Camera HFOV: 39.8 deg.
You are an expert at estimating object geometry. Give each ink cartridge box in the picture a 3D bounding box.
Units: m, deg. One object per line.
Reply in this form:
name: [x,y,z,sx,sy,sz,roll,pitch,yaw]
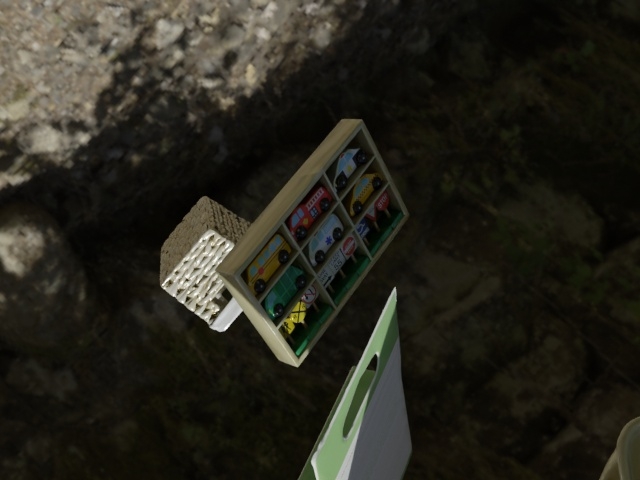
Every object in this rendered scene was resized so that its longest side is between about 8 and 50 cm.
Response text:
ink cartridge box: [0.020,0.170,0.718,0.235,0.056,0.171,78,31,-42]

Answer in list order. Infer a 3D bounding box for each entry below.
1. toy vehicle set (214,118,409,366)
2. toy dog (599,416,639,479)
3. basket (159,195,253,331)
toy vehicle set: [0.000,0.000,1.084,0.267,0.035,0.166,-52,131,-26]
toy dog: [0.520,0.442,1.221,0.408,0.285,0.395,82,6,-69]
basket: [-0.139,0.024,1.154,0.113,0.103,0.167,-49,-160,8]
